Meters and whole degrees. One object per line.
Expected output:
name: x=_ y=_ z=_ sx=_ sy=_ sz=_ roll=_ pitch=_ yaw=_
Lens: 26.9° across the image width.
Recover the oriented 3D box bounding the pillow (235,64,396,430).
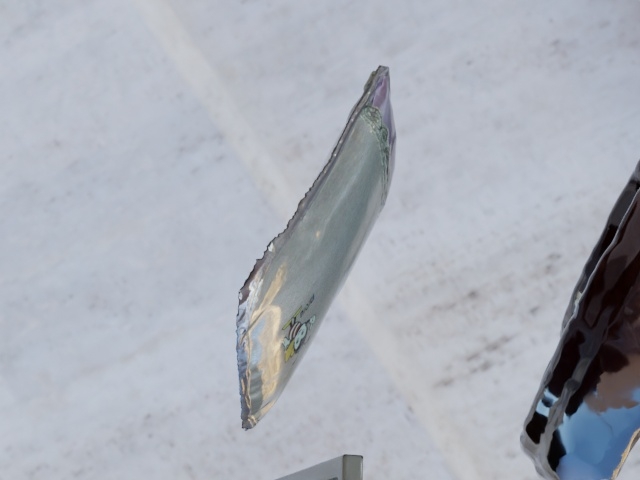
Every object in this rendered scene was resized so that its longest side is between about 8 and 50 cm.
pillow: x=0.000 y=0.000 z=0.810 sx=0.038 sy=0.131 sz=0.233 roll=18 pitch=-128 yaw=14

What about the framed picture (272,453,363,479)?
framed picture: x=-0.018 y=0.236 z=0.831 sx=0.250 sy=0.016 sz=0.184 roll=141 pitch=-47 yaw=-68

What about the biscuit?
biscuit: x=0.261 y=0.003 z=0.996 sx=0.407 sy=0.091 sz=0.407 roll=-58 pitch=167 yaw=-22
